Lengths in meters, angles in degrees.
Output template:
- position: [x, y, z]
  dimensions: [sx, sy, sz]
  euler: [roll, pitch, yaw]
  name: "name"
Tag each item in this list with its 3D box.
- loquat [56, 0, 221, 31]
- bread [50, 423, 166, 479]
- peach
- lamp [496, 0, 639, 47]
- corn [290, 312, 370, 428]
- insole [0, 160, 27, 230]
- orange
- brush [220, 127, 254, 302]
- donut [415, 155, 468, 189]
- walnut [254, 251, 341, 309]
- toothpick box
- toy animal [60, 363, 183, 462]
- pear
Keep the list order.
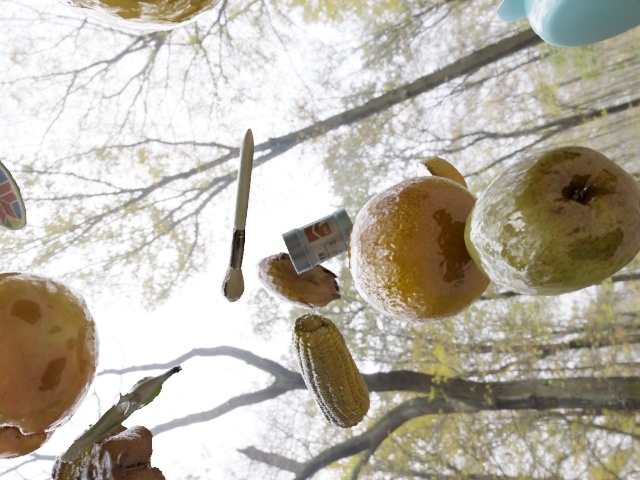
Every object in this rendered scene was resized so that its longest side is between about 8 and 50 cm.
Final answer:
- position: [-0.161, -0.295, 0.440]
  dimensions: [0.235, 0.235, 0.235]
  euler: [21, -118, -46]
  name: "loquat"
- position: [-0.496, 0.533, 1.225]
  dimensions: [0.232, 0.246, 0.135]
  euler: [66, -171, 20]
  name: "bread"
- position: [-0.314, 0.124, 0.536]
  dimensions: [0.184, 0.184, 0.184]
  euler: [21, -118, -46]
  name: "peach"
- position: [0.358, -0.323, 0.601]
  dimensions: [0.209, 0.284, 0.147]
  euler: [-9, -85, -30]
  name: "lamp"
- position: [0.017, 0.183, 0.741]
  dimensions: [0.231, 0.080, 0.080]
  euler: [72, -148, -41]
  name: "corn"
- position: [-0.413, -0.098, 0.641]
  dimensions: [0.193, 0.065, 0.006]
  euler: [66, -162, -12]
  name: "insole"
- position: [0.183, 0.015, 0.959]
  dimensions: [0.274, 0.274, 0.274]
  euler: [21, -118, -46]
  name: "orange"
- position: [-0.132, -0.032, 0.857]
  dimensions: [0.042, 0.039, 0.299]
  euler: [3, -67, -13]
  name: "brush"
- position: [0.312, -0.143, 1.352]
  dimensions: [0.162, 0.065, 0.178]
  euler: [51, 178, 24]
  name: "donut"
- position: [-0.060, 0.106, 1.384]
  dimensions: [0.137, 0.245, 0.137]
  euler: [-60, -12, -22]
  name: "walnut"
- position: [0.000, 0.000, 1.192]
  dimensions: [0.101, 0.153, 0.101]
  euler: [155, 90, -88]
  name: "toothpick box"
- position: [-0.300, 0.256, 0.797]
  dimensions: [0.217, 0.075, 0.041]
  euler: [-40, -93, -17]
  name: "toy animal"
- position: [0.322, -0.027, 0.737]
  dimensions: [0.211, 0.228, 0.188]
  euler: [90, 174, -55]
  name: "pear"
